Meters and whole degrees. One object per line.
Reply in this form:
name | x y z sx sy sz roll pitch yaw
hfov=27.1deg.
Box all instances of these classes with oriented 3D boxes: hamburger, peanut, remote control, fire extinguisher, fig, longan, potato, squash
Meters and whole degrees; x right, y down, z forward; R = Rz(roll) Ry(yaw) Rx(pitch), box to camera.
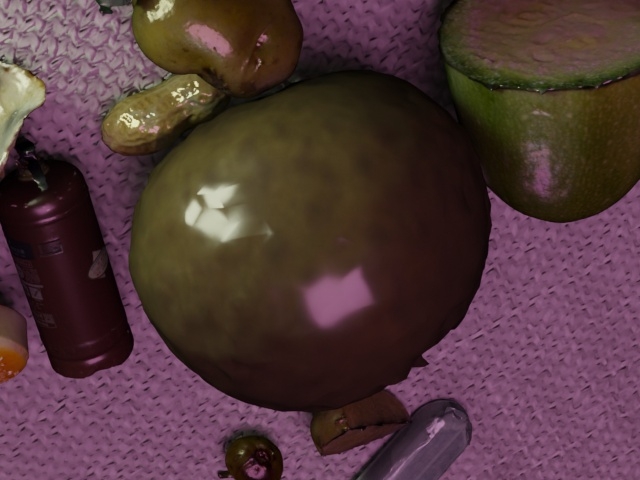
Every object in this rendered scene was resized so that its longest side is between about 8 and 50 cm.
hamburger | -0.466 0.122 1.643 0.210 0.173 0.116 18 74 -26
peanut | -0.184 -0.154 1.606 0.174 0.080 0.080 -27 124 2
remote control | 0.135 0.345 2.019 0.104 0.052 0.247 32 104 -31
fire extinguisher | -0.320 0.012 1.632 0.114 0.135 0.337 -22 123 -16
fig | -0.099 0.327 1.930 0.084 0.082 0.098 -12 164 -27
longan | -0.002 0.006 1.568 0.436 0.404 0.404 -21 124 -5
potato | -0.118 -0.252 1.524 0.200 0.154 0.137 21 113 -20
squash | 0.317 -0.150 1.636 0.310 0.310 0.309 -20 127 -5
potato | 0.042 0.252 1.930 0.100 0.089 0.172 -39 158 31

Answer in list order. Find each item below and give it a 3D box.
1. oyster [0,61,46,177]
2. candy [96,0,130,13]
oyster | -0.488 -0.065 1.532 0.204 0.111 0.396 38 89 8
candy | -0.361 -0.417 1.372 0.398 0.172 0.263 18 106 -5
